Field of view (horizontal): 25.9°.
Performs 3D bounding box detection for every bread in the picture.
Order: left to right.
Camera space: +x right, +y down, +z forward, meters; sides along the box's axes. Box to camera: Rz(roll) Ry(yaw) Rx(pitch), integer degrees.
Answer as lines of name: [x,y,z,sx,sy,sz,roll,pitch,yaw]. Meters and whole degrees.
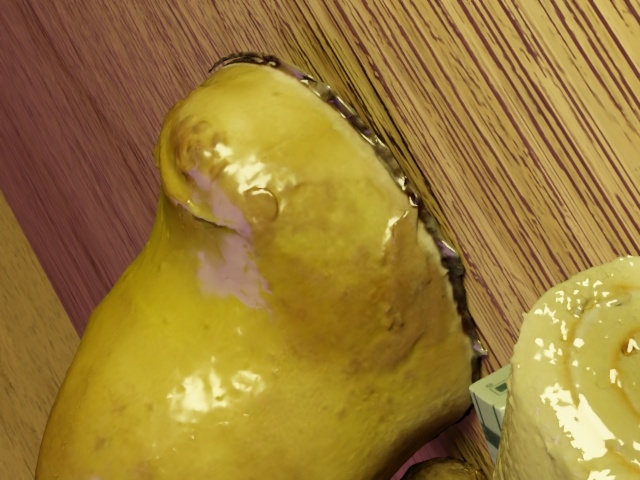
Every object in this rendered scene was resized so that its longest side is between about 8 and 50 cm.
bread: [0.105,0.208,1.099,0.113,0.060,0.082,11,126,65]
bread: [0.159,0.104,0.687,0.148,0.134,0.141,42,154,27]

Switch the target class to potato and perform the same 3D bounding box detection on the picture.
potato: [-0.078,0.113,1.009,0.290,0.296,0.397,33,146,26]

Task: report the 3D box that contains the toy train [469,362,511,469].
toy train: [0.161,0.193,0.936,0.052,0.051,0.234,33,145,64]
